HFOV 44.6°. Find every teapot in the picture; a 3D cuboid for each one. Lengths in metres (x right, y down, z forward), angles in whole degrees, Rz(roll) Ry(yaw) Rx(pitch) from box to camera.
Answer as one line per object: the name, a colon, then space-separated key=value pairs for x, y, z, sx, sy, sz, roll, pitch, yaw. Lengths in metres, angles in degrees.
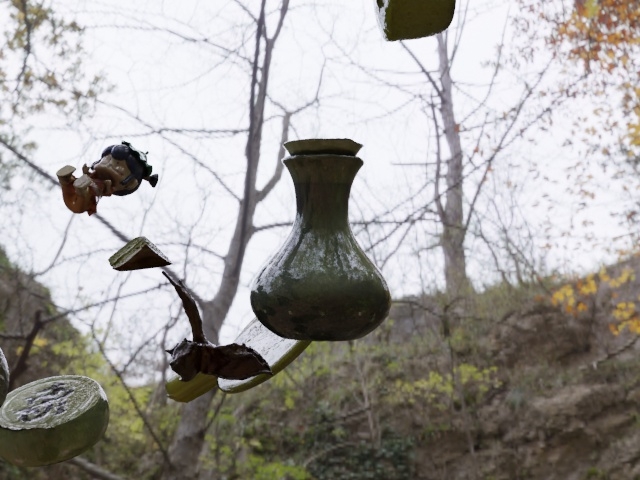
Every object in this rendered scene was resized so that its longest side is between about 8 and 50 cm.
teapot: x=0.000 y=0.000 z=1.001 sx=0.184 sy=0.250 sz=0.183 roll=0 pitch=-2 yaw=0

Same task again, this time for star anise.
star anise: x=-0.156 y=0.124 z=1.079 sx=0.140 sy=0.144 sz=0.158 roll=14 pitch=-12 yaw=-32

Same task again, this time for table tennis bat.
table tennis bat: x=-0.119 y=0.181 z=1.258 sx=0.369 sy=0.224 sz=0.054 roll=-31 pitch=-70 yaw=30

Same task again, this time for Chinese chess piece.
Chinese chess piece: x=-0.338 y=0.222 z=0.977 sx=0.144 sy=0.144 sz=0.058 roll=-2 pitch=-71 yaw=8

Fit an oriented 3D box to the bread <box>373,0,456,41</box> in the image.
bread: x=0.133 y=-0.353 z=1.155 sx=0.114 sy=0.129 sz=0.111 roll=-1 pitch=-27 yaw=-4

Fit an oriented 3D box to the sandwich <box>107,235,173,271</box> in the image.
sandwich: x=-0.237 y=0.016 z=1.037 sx=0.083 sy=0.031 sz=0.044 roll=-7 pitch=-50 yaw=-28

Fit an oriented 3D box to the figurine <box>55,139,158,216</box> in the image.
figurine: x=-0.390 y=-0.117 z=1.416 sx=0.111 sy=0.195 sz=0.102 roll=35 pitch=-45 yaw=17

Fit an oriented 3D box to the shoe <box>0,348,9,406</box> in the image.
shoe: x=-0.474 y=0.128 z=0.713 sx=0.342 sy=0.132 sz=0.210 roll=13 pitch=-38 yaw=-28
